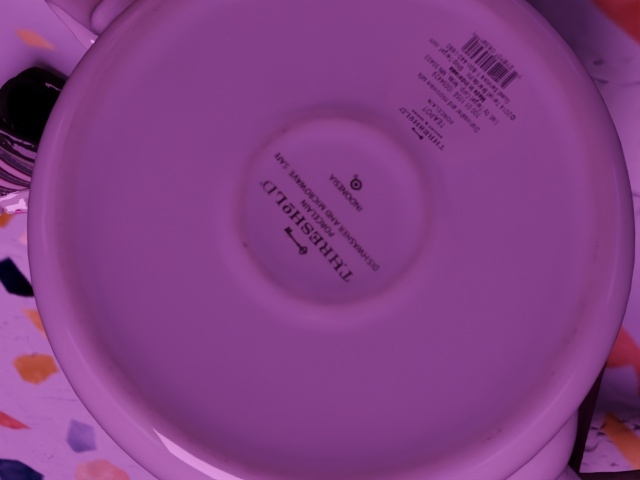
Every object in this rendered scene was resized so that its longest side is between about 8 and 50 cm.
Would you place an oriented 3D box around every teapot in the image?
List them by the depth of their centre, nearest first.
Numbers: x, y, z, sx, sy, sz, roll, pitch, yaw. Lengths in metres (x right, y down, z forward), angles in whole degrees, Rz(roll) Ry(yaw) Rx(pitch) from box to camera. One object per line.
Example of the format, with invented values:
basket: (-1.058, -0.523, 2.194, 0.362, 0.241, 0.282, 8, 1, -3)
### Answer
teapot: (0.000, 0.000, 0.570, 0.252, 0.256, 0.187, 0, 172, -1)

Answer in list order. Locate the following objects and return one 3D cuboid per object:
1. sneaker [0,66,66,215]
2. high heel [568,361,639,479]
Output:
sneaker: (-0.163, -0.054, 0.693, 0.170, 0.063, 0.075, 1, 133, 20)
high heel: (0.218, 0.175, 0.633, 0.377, 0.127, 0.181, 14, 101, 30)
